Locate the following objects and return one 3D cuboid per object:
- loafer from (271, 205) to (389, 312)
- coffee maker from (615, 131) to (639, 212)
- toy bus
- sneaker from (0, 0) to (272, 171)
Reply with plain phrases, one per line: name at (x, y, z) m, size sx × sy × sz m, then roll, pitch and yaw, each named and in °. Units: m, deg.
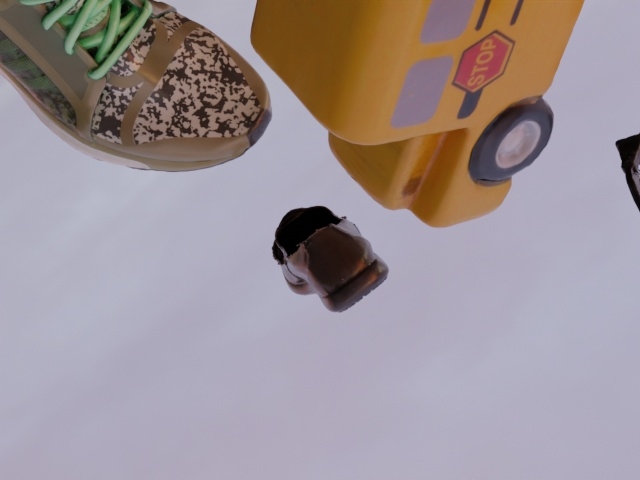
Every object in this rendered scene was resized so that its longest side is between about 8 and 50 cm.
loafer at (0.000, 0.000, 1.252) m, size 0.080 × 0.078 × 0.220 m, roll -37°, pitch -167°, yaw -9°
coffee maker at (0.244, 0.010, 0.600) m, size 0.178 × 0.171 × 0.120 m, roll -24°, pitch -138°, yaw 25°
toy bus at (0.059, -0.154, 0.639) m, size 0.130 × 0.332 × 0.108 m, roll -15°, pitch -131°, yaw -33°
sneaker at (-0.222, -0.196, 1.197) m, size 0.158 × 0.410 × 0.182 m, roll -61°, pitch -176°, yaw -14°
